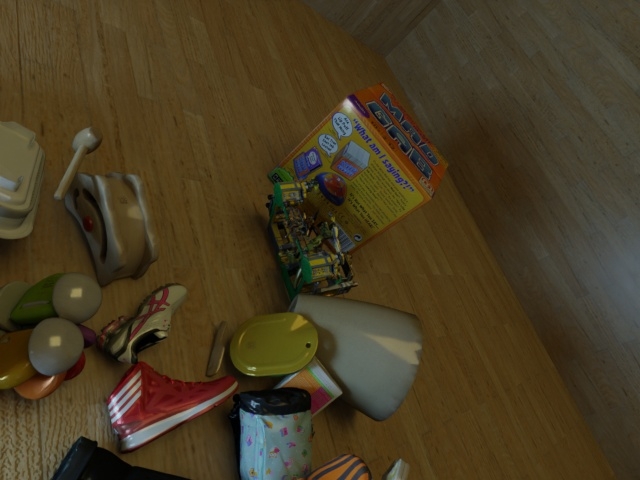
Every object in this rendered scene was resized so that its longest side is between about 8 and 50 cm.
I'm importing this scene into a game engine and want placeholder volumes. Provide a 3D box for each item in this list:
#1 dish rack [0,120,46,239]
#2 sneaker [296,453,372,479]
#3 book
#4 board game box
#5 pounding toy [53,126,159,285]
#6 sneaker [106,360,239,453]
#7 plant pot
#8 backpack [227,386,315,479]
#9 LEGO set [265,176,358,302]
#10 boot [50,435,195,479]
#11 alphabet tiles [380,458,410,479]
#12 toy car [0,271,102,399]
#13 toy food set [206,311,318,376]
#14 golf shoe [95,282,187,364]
[{"bbox_3d":[-0.564,-0.158,0.589,0.333,0.072,0.285,33,17,-41],"label":"dish rack"},{"bbox_3d":[-0.056,0.396,0.590,0.321,0.125,0.179,-31,118,-33],"label":"sneaker"},{"bbox_3d":[-0.040,0.316,0.838,0.096,0.144,0.035,52,0,-3],"label":"book"},{"bbox_3d":[0.134,-0.227,1.321,0.356,0.356,0.356,50,35,-5],"label":"board game box"},{"bbox_3d":[-0.414,-0.050,0.738,0.155,0.154,0.269,-14,90,-53],"label":"pounding toy"},{"bbox_3d":[-0.248,0.247,0.705,0.221,0.087,0.128,-13,71,-54],"label":"sneaker"},{"bbox_3d":[0.047,0.234,0.944,0.274,0.256,0.256,25,40,-8],"label":"plant pot"},{"bbox_3d":[-0.083,0.364,0.735,0.152,0.115,0.181,8,78,-30],"label":"backpack"},{"bbox_3d":[0.000,0.000,1.054,0.192,0.254,0.331,-10,52,-23],"label":"LEGO set"},{"bbox_3d":[-0.276,0.402,0.525,0.207,0.094,0.246,36,32,-17],"label":"boot"},{"bbox_3d":[0.057,0.490,0.668,0.021,0.284,0.278,32,18,15],"label":"alphabet tiles"},{"bbox_3d":[-0.394,0.139,0.603,0.136,0.159,0.181,68,15,-47],"label":"toy car"},{"bbox_3d":[-0.107,0.222,0.842,0.071,0.218,0.128,75,11,-53],"label":"toy food set"},{"bbox_3d":[-0.295,0.147,0.736,0.086,0.067,0.186,27,39,12],"label":"golf shoe"}]
